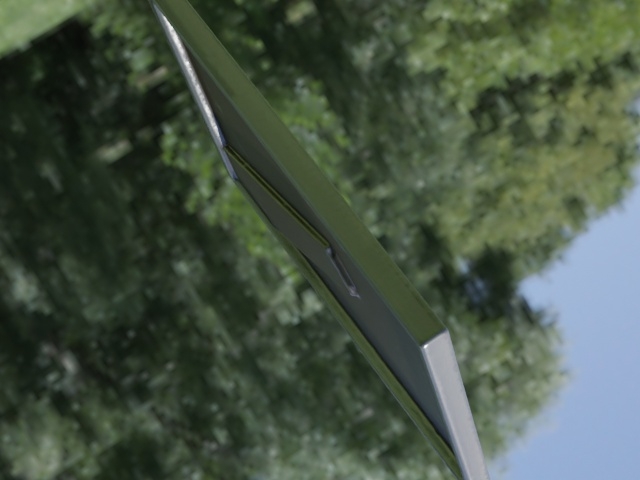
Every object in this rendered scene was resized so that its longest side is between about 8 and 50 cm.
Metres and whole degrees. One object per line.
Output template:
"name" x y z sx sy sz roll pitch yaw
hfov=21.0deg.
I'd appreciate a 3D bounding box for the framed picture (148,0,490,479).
"framed picture" 0.000 0.000 0.975 0.016 0.289 0.213 -33 148 -7
